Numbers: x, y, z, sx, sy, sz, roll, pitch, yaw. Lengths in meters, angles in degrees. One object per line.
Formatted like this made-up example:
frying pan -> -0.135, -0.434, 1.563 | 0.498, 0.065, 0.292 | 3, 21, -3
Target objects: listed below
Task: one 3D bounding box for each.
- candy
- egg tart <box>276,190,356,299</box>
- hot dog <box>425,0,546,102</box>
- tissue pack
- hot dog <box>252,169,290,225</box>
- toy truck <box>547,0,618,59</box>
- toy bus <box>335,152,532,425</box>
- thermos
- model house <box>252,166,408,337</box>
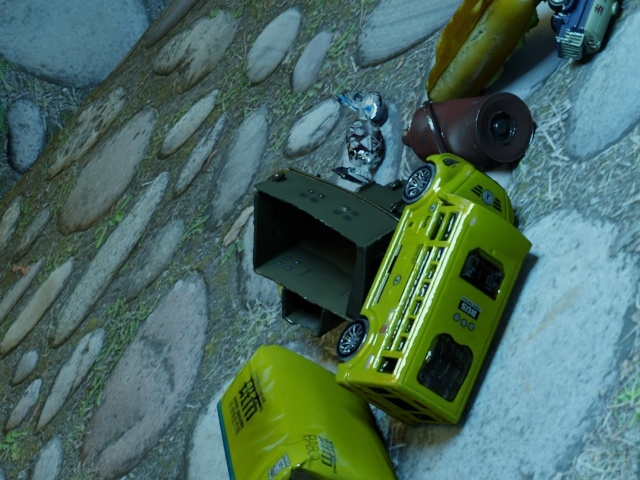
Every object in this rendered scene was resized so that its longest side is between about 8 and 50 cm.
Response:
candy -> 0.061, -0.156, 2.342 | 0.226, 0.094, 0.051 | -92, 4, -45
egg tart -> -0.001, 0.000, 2.257 | 0.212, 0.090, 0.212 | -36, 34, 29
hot dog -> 0.240, -0.295, 2.107 | 0.337, 0.100, 0.135 | 125, 166, -61
tissue pack -> -0.009, 0.266, 1.821 | 0.134, 0.192, 0.271 | -50, 27, 15
hot dog -> -0.063, -0.062, 2.461 | 0.147, 0.065, 0.099 | 0, 69, 58
toy truck -> 0.361, -0.338, 2.023 | 0.088, 0.074, 0.201 | 15, 68, 21
toy bus -> 0.154, 0.056, 1.848 | 0.151, 0.145, 0.331 | -4, 58, 58
thermos -> 0.193, -0.153, 2.095 | 0.124, 0.099, 0.232 | -25, 12, -25
model house -> 0.054, 0.002, 2.071 | 0.211, 0.204, 0.243 | 28, 39, 30
